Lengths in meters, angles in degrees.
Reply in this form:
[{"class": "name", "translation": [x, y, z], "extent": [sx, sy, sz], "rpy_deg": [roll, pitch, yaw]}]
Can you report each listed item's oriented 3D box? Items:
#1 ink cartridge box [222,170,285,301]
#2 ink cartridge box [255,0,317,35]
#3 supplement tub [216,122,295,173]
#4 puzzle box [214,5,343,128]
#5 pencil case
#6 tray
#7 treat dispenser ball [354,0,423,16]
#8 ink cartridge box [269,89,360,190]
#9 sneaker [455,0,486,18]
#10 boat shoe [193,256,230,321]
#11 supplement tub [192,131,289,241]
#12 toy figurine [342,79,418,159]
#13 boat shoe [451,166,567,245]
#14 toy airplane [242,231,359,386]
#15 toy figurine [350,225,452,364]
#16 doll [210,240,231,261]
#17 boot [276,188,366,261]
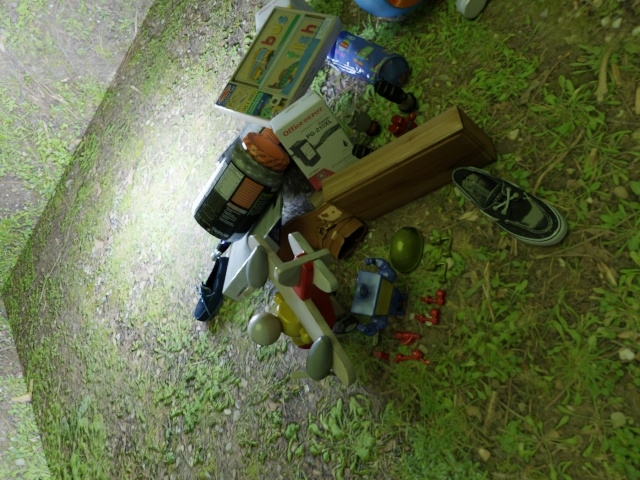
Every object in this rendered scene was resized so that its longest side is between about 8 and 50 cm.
[{"class": "ink cartridge box", "translation": [-0.185, -0.019, 1.675], "extent": [0.330, 0.071, 0.324], "rpy_deg": [-49, 21, 24]}, {"class": "ink cartridge box", "translation": [-0.113, -0.736, 1.905], "extent": [0.171, 0.168, 0.232], "rpy_deg": [-21, 62, 33]}, {"class": "supplement tub", "translation": [-0.175, -0.315, 1.785], "extent": [0.338, 0.207, 0.207], "rpy_deg": [-43, 51, 21]}, {"class": "puzzle box", "translation": [-0.135, -0.559, 1.693], "extent": [0.272, 0.052, 0.409], "rpy_deg": [23, 79, 30]}, {"class": "pencil case", "translation": [0.136, -0.558, 1.655], "extent": [0.133, 0.119, 0.306], "rpy_deg": [-41, 48, -7]}, {"class": "tray", "translation": [0.226, -0.181, 1.386], "extent": [0.411, 0.203, 0.076], "rpy_deg": [-27, 60, 32]}, {"class": "treat dispenser ball", "translation": [0.208, -0.818, 1.570], "extent": [0.288, 0.288, 0.288], "rpy_deg": [-16, 65, 37]}, {"class": "ink cartridge box", "translation": [-0.014, -0.297, 1.580], "extent": [0.172, 0.237, 0.100], "rpy_deg": [-35, 32, 6]}, {"class": "sneaker", "translation": [0.458, -0.727, 1.470], "extent": [0.212, 0.080, 0.094], "rpy_deg": [-45, 40, 22]}, {"class": "boat shoe", "translation": [-0.396, 0.165, 1.890], "extent": [0.109, 0.089, 0.258], "rpy_deg": [27, 93, 43]}, {"class": "supplement tub", "translation": [-0.243, -0.165, 1.640], "extent": [0.316, 0.193, 0.193], "rpy_deg": [-50, 49, 22]}, {"class": "toy figurine", "translation": [0.187, -0.324, 1.521], "extent": [0.209, 0.148, 0.213], "rpy_deg": [-36, 56, 34]}, {"class": "boat shoe", "translation": [0.431, -0.091, 1.242], "extent": [0.108, 0.102, 0.301], "rpy_deg": [-55, 48, 12]}, {"class": "toy airplane", "translation": [-0.066, 0.169, 1.354], "extent": [0.272, 0.384, 0.386], "rpy_deg": [-32, 13, -9]}, {"class": "toy figurine", "translation": [0.176, 0.118, 1.316], "extent": [0.191, 0.217, 0.362], "rpy_deg": [8, 81, 43]}, {"class": "doll", "translation": [-0.343, 0.007, 1.896], "extent": [0.189, 0.046, 0.129], "rpy_deg": [-57, 7, 30]}, {"class": "boot", "translation": [0.000, 0.000, 1.606], "extent": [0.283, 0.109, 0.220], "rpy_deg": [-50, 53, 7]}]
